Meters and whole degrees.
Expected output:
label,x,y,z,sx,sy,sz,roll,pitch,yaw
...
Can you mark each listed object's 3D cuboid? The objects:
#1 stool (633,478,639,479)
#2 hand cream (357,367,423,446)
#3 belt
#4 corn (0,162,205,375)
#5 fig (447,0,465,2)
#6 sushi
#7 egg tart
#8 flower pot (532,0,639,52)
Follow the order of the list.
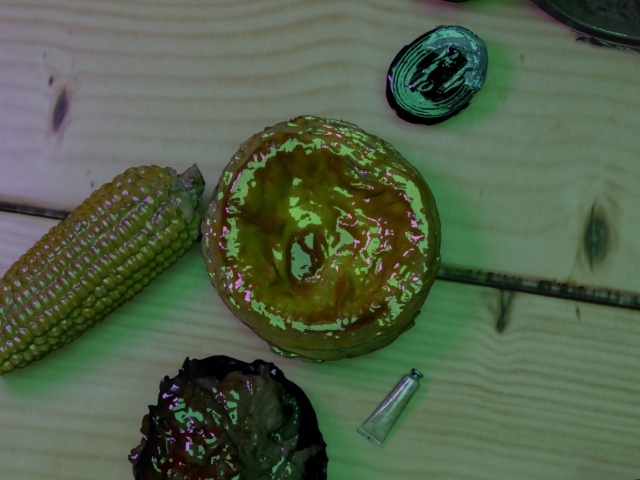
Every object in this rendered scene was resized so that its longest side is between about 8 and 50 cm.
label,x,y,z,sx,sy,sz,roll,pitch,yaw
stool,0.353,0.386,1.728,0.195,0.198,0.195,-42,87,-7
hand cream,0.087,0.198,1.833,0.035,0.022,0.102,36,89,3
belt,0.143,-0.201,1.863,0.140,0.058,0.105,-42,89,-6
corn,-0.273,0.029,1.793,0.347,0.130,0.130,-39,85,-1
fig,0.164,-0.351,1.834,0.123,0.156,0.123,0,87,-5
sushi,-0.109,0.243,1.723,0.225,0.219,0.238,-11,83,1
egg tart,0.000,0.000,1.808,0.295,0.116,0.294,0,83,-4
flower pot,0.394,-0.392,1.804,0.290,0.290,0.259,19,70,1
